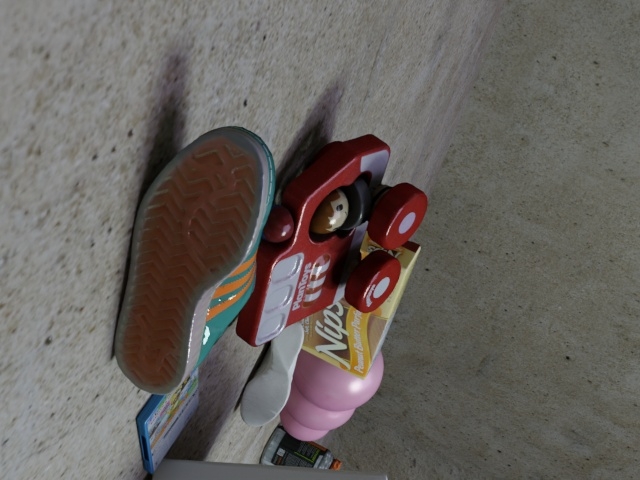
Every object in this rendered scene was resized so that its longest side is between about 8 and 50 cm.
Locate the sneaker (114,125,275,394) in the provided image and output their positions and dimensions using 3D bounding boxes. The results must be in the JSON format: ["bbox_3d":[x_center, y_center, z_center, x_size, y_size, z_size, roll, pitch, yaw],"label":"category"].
[{"bbox_3d":[-0.111,0.009,0.756,0.302,0.108,0.121,-62,173,33],"label":"sneaker"}]

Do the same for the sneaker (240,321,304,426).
[{"bbox_3d":[-0.084,0.247,1.486,0.094,0.080,0.212,132,-17,-87],"label":"sneaker"}]

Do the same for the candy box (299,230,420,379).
[{"bbox_3d":[0.056,0.108,1.525,0.087,0.183,0.316,-52,163,-47],"label":"candy box"}]

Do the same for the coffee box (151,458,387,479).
[{"bbox_3d":[-0.081,0.526,1.187,0.338,0.335,0.337,88,6,-69],"label":"coffee box"}]

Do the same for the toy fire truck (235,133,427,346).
[{"bbox_3d":[0.000,0.000,1.146,0.254,0.169,0.302,-25,142,-44],"label":"toy fire truck"}]

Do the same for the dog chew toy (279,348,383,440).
[{"bbox_3d":[0.007,0.332,1.789,0.206,0.207,0.331,-50,170,-53],"label":"dog chew toy"}]

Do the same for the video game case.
[{"bbox_3d":[-0.198,0.225,1.039,0.119,0.015,0.166,-56,166,-36],"label":"video game case"}]

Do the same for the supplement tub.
[{"bbox_3d":[-0.049,0.571,2.041,0.117,0.190,0.117,-60,168,-22],"label":"supplement tub"}]
